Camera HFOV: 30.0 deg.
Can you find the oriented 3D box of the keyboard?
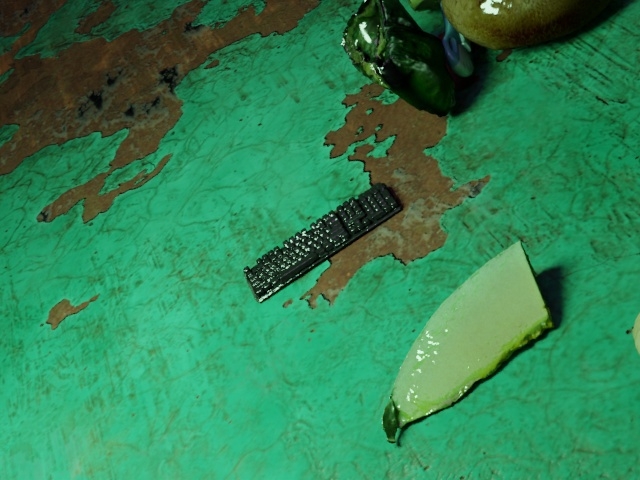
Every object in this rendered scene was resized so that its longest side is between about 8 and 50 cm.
[{"bbox_3d":[0.000,-0.001,1.599,0.231,0.023,0.072,-33,35,2],"label":"keyboard"}]

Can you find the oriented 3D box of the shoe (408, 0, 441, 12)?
[{"bbox_3d":[0.233,-0.461,1.867,0.262,0.128,0.140,-38,9,11],"label":"shoe"}]

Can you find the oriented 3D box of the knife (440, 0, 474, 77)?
[{"bbox_3d":[0.202,-0.305,1.774,0.031,0.064,0.222,-39,26,27],"label":"knife"}]

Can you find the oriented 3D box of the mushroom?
[{"bbox_3d":[0.291,-0.370,1.697,0.253,0.153,0.253,-18,38,14],"label":"mushroom"}]

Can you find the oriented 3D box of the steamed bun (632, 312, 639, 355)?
[{"bbox_3d":[0.423,0.038,0.985,0.372,0.230,0.325,-36,35,-6],"label":"steamed bun"}]

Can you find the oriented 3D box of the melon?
[{"bbox_3d":[0.160,0.121,1.294,0.262,0.053,0.114,-45,52,-9],"label":"melon"}]

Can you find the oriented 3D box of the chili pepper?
[{"bbox_3d":[0.117,-0.272,1.724,0.116,0.148,0.264,-52,27,5],"label":"chili pepper"}]
